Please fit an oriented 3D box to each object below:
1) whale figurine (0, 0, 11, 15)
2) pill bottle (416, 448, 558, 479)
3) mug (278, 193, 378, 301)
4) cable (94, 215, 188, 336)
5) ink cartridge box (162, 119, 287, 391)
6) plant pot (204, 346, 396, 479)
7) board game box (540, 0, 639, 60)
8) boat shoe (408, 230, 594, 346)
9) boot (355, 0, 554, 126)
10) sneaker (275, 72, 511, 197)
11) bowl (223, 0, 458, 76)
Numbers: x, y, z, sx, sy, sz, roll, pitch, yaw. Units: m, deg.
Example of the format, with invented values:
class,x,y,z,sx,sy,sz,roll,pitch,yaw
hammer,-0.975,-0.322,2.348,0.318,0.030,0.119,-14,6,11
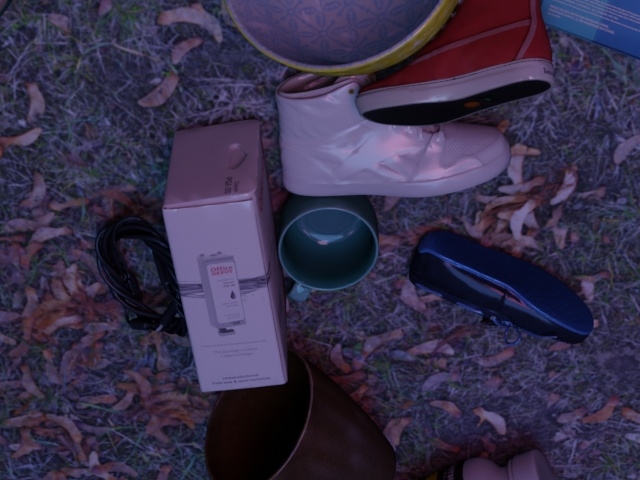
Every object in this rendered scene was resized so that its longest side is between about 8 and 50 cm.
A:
class,x,y,z,sx,sy,sz,roll,pitch,yaw
whale figurine,-0.438,-0.366,1.545,0.216,0.141,0.272,-11,98,7
pill bottle,0.194,0.435,2.004,0.334,0.188,0.188,-26,119,16
mug,-0.001,-0.008,1.772,0.157,0.097,0.129,-26,119,17
cable,-0.232,0.051,1.803,0.150,0.047,0.185,18,130,35
ink cartridge box,-0.115,0.017,1.725,0.117,0.207,0.283,-6,122,3
plant pot,-0.009,0.293,1.923,0.215,0.215,0.230,-41,129,23
board game box,0.412,-0.358,1.484,0.253,0.079,0.336,23,116,12
boat shoe,0.242,0.071,1.835,0.258,0.109,0.089,30,127,1
boot,0.147,-0.235,1.569,0.244,0.176,0.088,-13,164,29
sneaker,0.087,-0.147,1.676,0.292,0.108,0.169,-4,126,5
bowl,0.046,-0.308,1.525,0.289,0.290,0.156,-26,162,16
